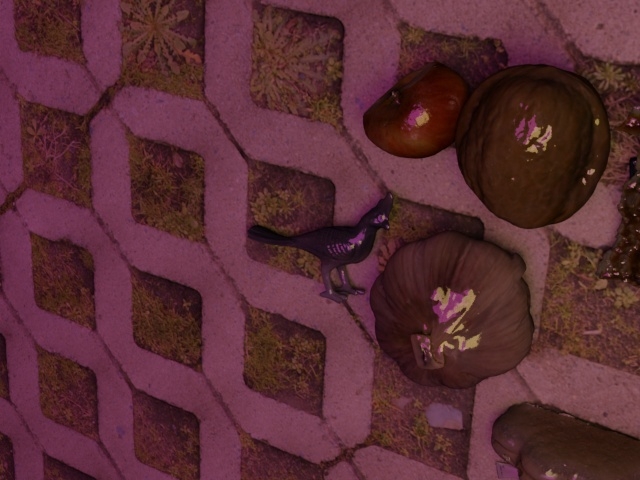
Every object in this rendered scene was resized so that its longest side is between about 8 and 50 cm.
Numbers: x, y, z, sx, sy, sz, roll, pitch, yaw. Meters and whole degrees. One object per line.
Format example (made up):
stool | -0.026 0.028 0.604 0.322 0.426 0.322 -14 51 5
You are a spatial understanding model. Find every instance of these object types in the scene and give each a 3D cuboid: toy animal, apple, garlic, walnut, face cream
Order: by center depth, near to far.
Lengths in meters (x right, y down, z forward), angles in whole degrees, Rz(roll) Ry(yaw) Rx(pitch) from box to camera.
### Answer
walnut | 0.355 -0.160 1.243 0.283 0.227 0.283 15 119 30
apple | 0.180 -0.232 1.339 0.195 0.173 0.160 -34 85 32
garlic | 0.239 0.133 1.385 0.322 0.241 0.322 -4 80 23
face cream | 0.413 0.469 1.487 0.115 0.020 0.038 -6 101 30
toy animal | 0.024 0.030 1.534 0.367 0.081 0.206 -12 101 35

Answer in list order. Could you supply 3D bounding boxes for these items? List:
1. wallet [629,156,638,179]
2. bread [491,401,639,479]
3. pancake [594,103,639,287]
wallet | 0.597 -0.102 1.253 0.129 0.026 0.088 -1 102 26
bread | 0.477 0.420 1.358 0.337 0.183 0.102 14 116 23
pancake | 0.615 -0.039 1.180 0.305 0.067 0.427 9 123 22
